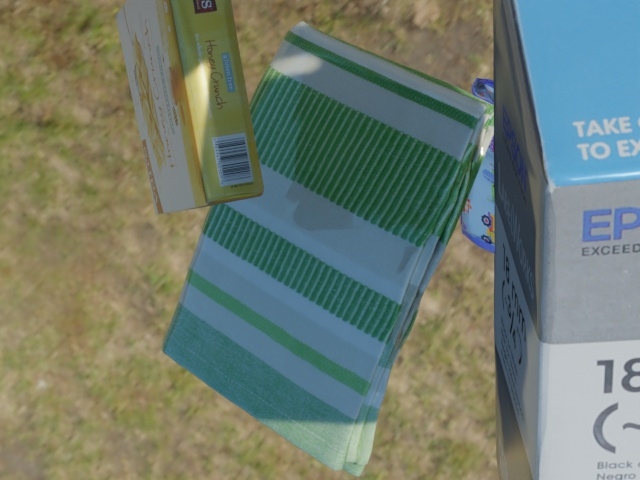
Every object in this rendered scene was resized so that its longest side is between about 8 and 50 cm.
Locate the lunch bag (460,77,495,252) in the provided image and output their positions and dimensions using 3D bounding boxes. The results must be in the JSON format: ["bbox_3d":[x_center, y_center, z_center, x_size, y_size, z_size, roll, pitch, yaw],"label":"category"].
[{"bbox_3d":[0.288,-0.068,1.743,0.293,0.138,0.220,18,130,26],"label":"lunch bag"}]

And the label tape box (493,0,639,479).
[{"bbox_3d":[0.188,-0.011,0.508,0.241,0.106,0.333,-5,124,1],"label":"label tape box"}]

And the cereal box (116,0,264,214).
[{"bbox_3d":[-0.102,-0.108,1.034,0.240,0.047,0.172,174,85,-74],"label":"cereal box"}]

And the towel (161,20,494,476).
[{"bbox_3d":[0.000,0.000,1.165,0.248,0.038,0.324,30,106,37],"label":"towel"}]
